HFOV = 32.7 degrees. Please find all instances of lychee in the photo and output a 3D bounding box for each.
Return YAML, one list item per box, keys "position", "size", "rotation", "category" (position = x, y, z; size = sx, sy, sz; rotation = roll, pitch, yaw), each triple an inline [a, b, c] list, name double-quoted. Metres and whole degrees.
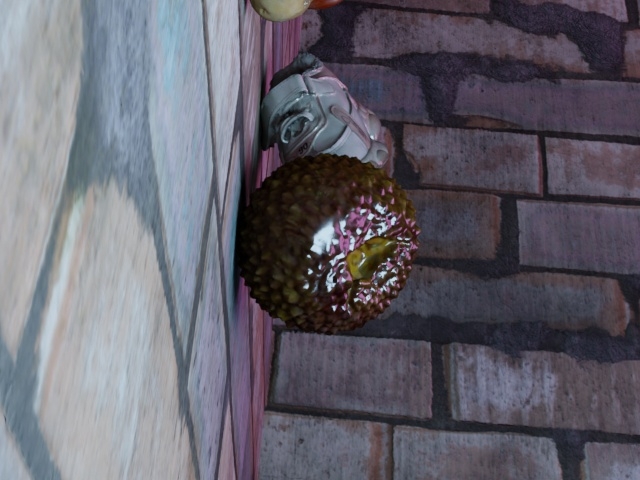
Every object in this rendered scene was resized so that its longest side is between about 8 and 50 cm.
- position: [0.000, 0.000, 1.528]
  size: [0.267, 0.268, 0.267]
  rotation: [4, 90, -90]
  category: "lychee"

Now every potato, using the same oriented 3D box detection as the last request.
- position: [-0.040, -0.337, 1.331]
  size: [0.112, 0.112, 0.147]
  rotation: [-86, -173, -50]
  category: "potato"

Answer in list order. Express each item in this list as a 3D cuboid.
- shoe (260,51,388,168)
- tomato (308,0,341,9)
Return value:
- position: [-0.017, -0.174, 1.787]
  size: [0.172, 0.198, 0.351]
  rotation: [-41, -163, 15]
  category: "shoe"
- position: [-0.013, -0.447, 1.731]
  size: [0.167, 0.167, 0.167]
  rotation: [4, 90, -90]
  category: "tomato"
